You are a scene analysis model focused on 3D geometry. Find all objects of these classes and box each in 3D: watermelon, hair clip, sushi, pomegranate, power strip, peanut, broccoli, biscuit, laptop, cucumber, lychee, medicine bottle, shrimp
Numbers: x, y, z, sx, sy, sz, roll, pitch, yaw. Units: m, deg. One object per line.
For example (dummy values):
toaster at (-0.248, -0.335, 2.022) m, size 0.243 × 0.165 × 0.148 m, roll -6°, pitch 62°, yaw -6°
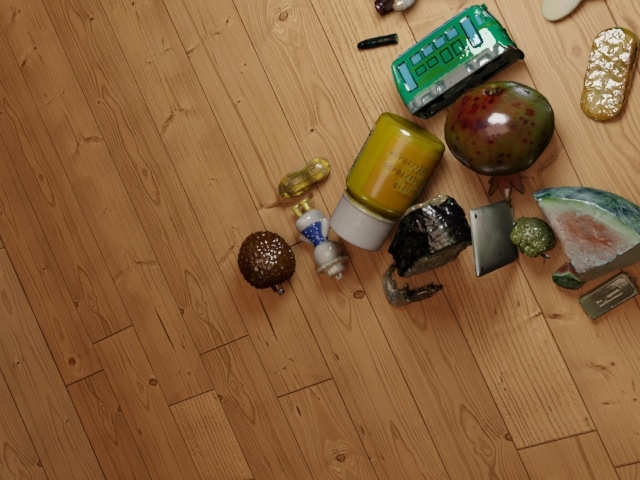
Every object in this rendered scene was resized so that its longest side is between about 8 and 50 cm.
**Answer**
watermelon at (0.741, -0.005, 1.716) m, size 0.388 × 0.228 × 0.258 m, roll 24°, pitch 116°, yaw 25°
hair clip at (0.685, -0.687, 1.697) m, size 0.159 × 0.071 × 0.218 m, roll 37°, pitch 116°, yaw 12°
sushi at (0.315, -0.011, 1.848) m, size 0.211 × 0.350 × 0.170 m, roll -18°, pitch 75°, yaw -11°
pomegranate at (0.513, -0.288, 1.757) m, size 0.291 × 0.290 × 0.323 m, roll -31°, pitch 128°, yaw 26°
power strip at (0.823, 0.153, 1.793) m, size 0.169 × 0.028 × 0.076 m, roll -39°, pitch 81°, yaw 27°
peanut at (-0.056, -0.207, 2.104) m, size 0.207 × 0.087 × 0.087 m, roll -30°, pitch 86°, yaw 24°
watermelon at (0.718, 0.108, 1.826) m, size 0.084 × 0.072 × 0.092 m, roll 45°, pitch 153°, yaw -1°
broccoli at (0.610, -0.008, 1.822) m, size 0.132 × 0.130 × 0.120 m, roll 18°, pitch 144°, yaw 1°
biscuit at (0.780, -0.449, 1.711) m, size 0.119 × 0.029 × 0.246 m, roll 16°, pitch 105°, yaw 28°
laptop at (0.494, -0.012, 1.787) m, size 0.015 × 0.269 × 0.187 m, roll -3°, pitch 97°, yaw 41°
cucumber at (0.174, -0.614, 1.958) m, size 0.133 × 0.032 × 0.032 m, roll -4°, pitch 97°, yaw 26°
lychee at (-0.181, 0.078, 2.154) m, size 0.200 × 0.200 × 0.238 m, roll -30°, pitch 75°, yaw 26°
medicine bottle at (0.192, -0.173, 1.918) m, size 0.224 × 0.224 × 0.384 m, roll 34°, pitch 110°, yaw 16°
shrimp at (0.286, 0.129, 2.035) m, size 0.195 × 0.035 × 0.147 m, roll -19°, pitch 88°, yaw 27°

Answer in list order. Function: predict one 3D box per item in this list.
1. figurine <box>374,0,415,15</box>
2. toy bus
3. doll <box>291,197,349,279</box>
figurine at (0.286, -0.788, 1.782) m, size 0.365 × 0.206 × 0.217 m, roll -19°, pitch 76°, yaw 28°
toy bus at (0.377, -0.510, 1.802) m, size 0.344 × 0.184 × 0.199 m, roll -31°, pitch 80°, yaw 25°
doll at (0.000, 0.000, 2.103) m, size 0.138 × 0.119 × 0.293 m, roll -36°, pitch 77°, yaw 33°
